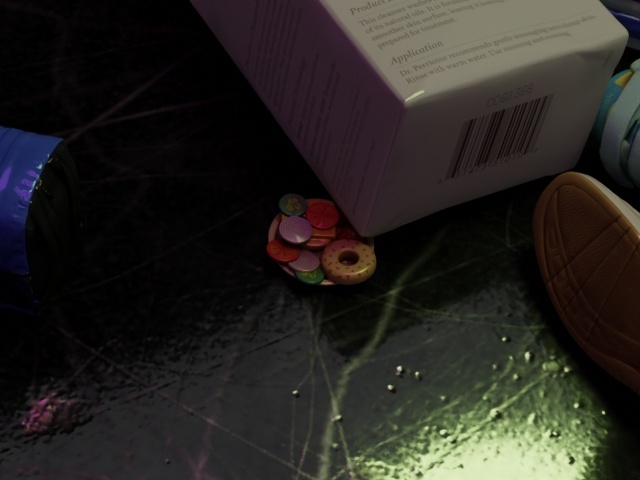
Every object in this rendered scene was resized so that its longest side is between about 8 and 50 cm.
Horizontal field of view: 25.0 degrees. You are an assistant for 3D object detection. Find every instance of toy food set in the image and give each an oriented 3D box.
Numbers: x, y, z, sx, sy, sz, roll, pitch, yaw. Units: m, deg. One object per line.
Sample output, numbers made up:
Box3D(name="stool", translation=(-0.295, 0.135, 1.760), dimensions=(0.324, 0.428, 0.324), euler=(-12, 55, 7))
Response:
Box3D(name="toy food set", translation=(0.000, 0.000, 1.085), dimensions=(0.082, 0.020, 0.083), euler=(2, 54, -7))

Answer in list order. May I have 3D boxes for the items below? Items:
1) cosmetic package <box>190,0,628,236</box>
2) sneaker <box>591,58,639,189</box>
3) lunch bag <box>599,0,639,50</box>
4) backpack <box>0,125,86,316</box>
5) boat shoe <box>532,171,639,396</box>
Box3D(name="cosmetic package", translation=(0.034, -0.211, 1.153), dimensions=(0.217, 0.156, 0.385), euler=(-18, 56, -25))
Box3D(name="sneaker", translation=(0.278, -0.052, 1.055), dimensions=(0.208, 0.127, 0.319), euler=(26, 18, 17))
Box3D(name="lunch bag", translation=(0.302, -0.244, 1.269), dimensions=(0.219, 0.090, 0.176), euler=(19, 56, 7))
Box3D(name="backpack", translation=(-0.222, -0.018, 1.003), dimensions=(0.101, 0.120, 0.098), euler=(12, 54, 0))
Box3D(name="boat shoe", translation=(0.258, 0.062, 1.041), dimensions=(0.096, 0.098, 0.277), euler=(-8, 54, -40))
